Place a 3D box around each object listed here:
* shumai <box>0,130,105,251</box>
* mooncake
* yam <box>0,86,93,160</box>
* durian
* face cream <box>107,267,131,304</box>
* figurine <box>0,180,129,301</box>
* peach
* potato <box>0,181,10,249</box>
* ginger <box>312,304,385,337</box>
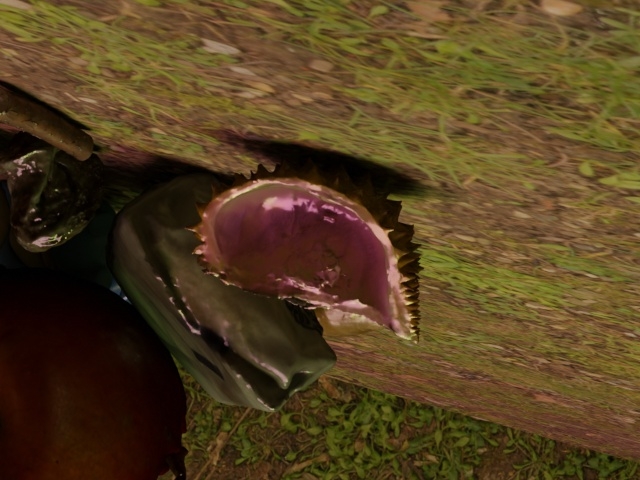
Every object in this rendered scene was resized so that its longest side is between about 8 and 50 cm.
[{"bbox_3d":[-0.267,-0.058,1.670,0.099,0.124,0.087,-18,135,23],"label":"shumai"},{"bbox_3d":[-0.104,0.048,1.755,0.250,0.136,0.254,54,164,-8],"label":"mooncake"},{"bbox_3d":[-0.250,-0.105,1.552,0.032,0.032,0.145,10,170,28],"label":"yam"},{"bbox_3d":[0.001,0.000,1.482,0.182,0.132,0.165,13,164,34],"label":"durian"},{"bbox_3d":[-0.306,0.039,2.222,0.264,0.083,0.149,-1,-154,40],"label":"face cream"},{"bbox_3d":[-0.314,0.027,2.038,0.262,0.154,0.180,3,134,49],"label":"figurine"},{"bbox_3d":[-0.321,0.181,1.838,0.335,0.310,0.406,-25,-171,13],"label":"peach"},{"bbox_3d":[-0.435,-0.034,1.761,0.242,0.242,0.285,19,157,-23],"label":"potato"},{"bbox_3d":[0.002,0.049,1.872,0.157,0.102,0.216,28,167,-29],"label":"ginger"}]
